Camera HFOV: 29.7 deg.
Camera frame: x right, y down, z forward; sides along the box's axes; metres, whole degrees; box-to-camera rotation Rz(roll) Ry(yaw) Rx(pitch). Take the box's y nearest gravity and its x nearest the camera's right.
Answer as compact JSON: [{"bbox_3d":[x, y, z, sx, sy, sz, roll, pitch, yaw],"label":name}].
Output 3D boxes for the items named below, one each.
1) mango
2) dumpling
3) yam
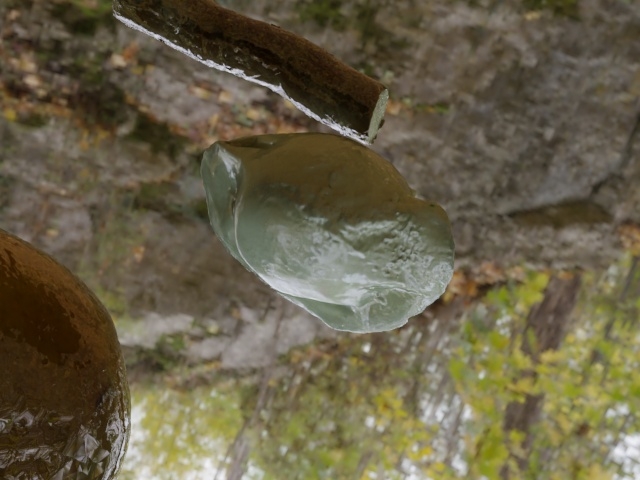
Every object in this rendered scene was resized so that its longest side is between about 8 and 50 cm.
[{"bbox_3d":[-0.322,0.116,0.865,0.221,0.301,0.445,25,-177,37],"label":"mango"},{"bbox_3d":[-0.006,-0.004,0.903,0.219,0.152,0.108,20,-167,26],"label":"dumpling"},{"bbox_3d":[-0.056,-0.159,1.011,0.253,0.061,0.061,28,-154,9],"label":"yam"}]
